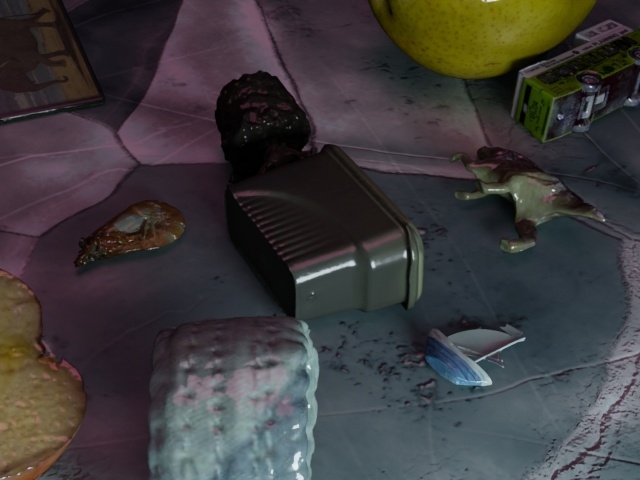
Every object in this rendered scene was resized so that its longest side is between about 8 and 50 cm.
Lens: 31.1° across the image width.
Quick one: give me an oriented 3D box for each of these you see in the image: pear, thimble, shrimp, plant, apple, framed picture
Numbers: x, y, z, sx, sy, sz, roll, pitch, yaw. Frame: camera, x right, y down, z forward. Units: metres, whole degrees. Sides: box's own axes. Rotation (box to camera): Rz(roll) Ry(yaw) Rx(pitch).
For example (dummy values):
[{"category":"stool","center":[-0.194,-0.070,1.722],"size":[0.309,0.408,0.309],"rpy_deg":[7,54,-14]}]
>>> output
[{"category":"pear","center":[0.281,-0.455,1.970],"size":[0.419,0.362,0.362],"rpy_deg":[-12,41,-26]},{"category":"thimble","center":[-0.091,0.189,1.208],"size":[0.172,0.204,0.250],"rpy_deg":[0,54,3]},{"category":"shrimp","center":[-0.264,-0.009,1.575],"size":[0.184,0.043,0.091],"rpy_deg":[-26,51,-36]},{"category":"plant","center":[-0.078,-0.146,1.703],"size":[0.143,0.131,0.203],"rpy_deg":[-4,48,-21]},{"category":"apple","center":[-0.398,0.173,1.223],"size":[0.251,0.163,0.293],"rpy_deg":[-4,50,-28]},{"category":"framed picture","center":[-0.552,-0.289,1.851],"size":[0.347,0.016,0.265],"rpy_deg":[-14,63,-24]}]

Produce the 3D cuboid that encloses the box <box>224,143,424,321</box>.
[{"category":"box","center":[0.000,0.000,1.537],"size":[0.178,0.138,0.274],"rpy_deg":[-18,41,-20]}]

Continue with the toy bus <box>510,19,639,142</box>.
[{"category":"toy bus","center":[0.451,-0.276,1.957],"size":[0.302,0.113,0.139],"rpy_deg":[-26,49,-32]}]

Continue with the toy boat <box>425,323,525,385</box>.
[{"category":"toy boat","center":[0.191,0.130,1.458],"size":[0.105,0.034,0.149],"rpy_deg":[24,42,19]}]

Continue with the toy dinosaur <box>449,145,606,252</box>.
[{"category":"toy dinosaur","center":[0.292,-0.078,1.707],"size":[0.162,0.077,0.294],"rpy_deg":[-11,40,-21]}]
